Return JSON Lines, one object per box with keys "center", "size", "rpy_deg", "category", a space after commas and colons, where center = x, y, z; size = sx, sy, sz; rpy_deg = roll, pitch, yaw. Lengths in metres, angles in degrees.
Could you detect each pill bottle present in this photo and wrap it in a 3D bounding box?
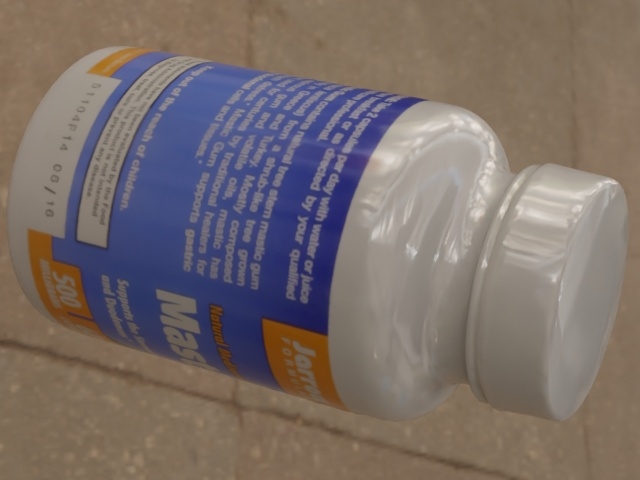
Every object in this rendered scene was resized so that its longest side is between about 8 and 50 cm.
{"center": [0.000, 0.000, 0.692], "size": [0.152, 0.272, 0.152], "rpy_deg": [-40, 137, -52], "category": "pill bottle"}
